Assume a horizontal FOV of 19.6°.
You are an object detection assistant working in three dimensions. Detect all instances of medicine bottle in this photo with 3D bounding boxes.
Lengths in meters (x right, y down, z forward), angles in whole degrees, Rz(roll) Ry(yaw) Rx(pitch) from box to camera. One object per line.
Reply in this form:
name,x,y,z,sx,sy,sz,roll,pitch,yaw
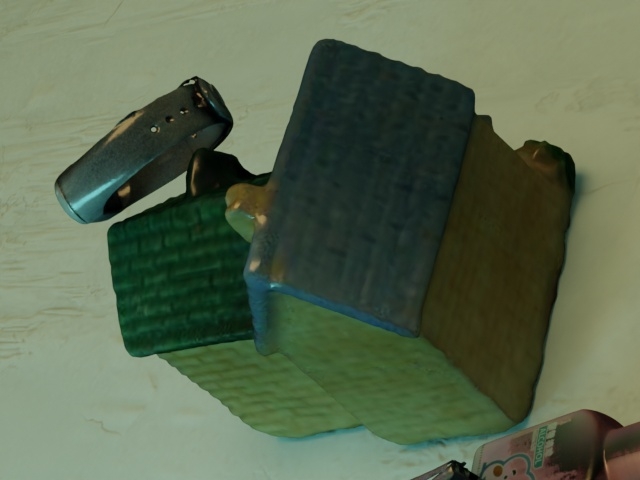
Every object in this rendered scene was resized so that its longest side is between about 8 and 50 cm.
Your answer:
medicine bottle,0.223,0.214,1.578,0.188,0.094,0.119,-25,38,33

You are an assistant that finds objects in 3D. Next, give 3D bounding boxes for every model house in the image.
model house,0.000,0.000,1.847,0.382,0.342,0.334,-17,45,41

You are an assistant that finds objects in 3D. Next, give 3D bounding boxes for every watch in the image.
watch,-0.173,-0.090,1.885,0.193,0.068,0.206,-34,-4,6

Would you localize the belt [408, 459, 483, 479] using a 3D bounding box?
belt,0.128,0.328,1.391,0.160,0.295,0.207,-35,20,25
